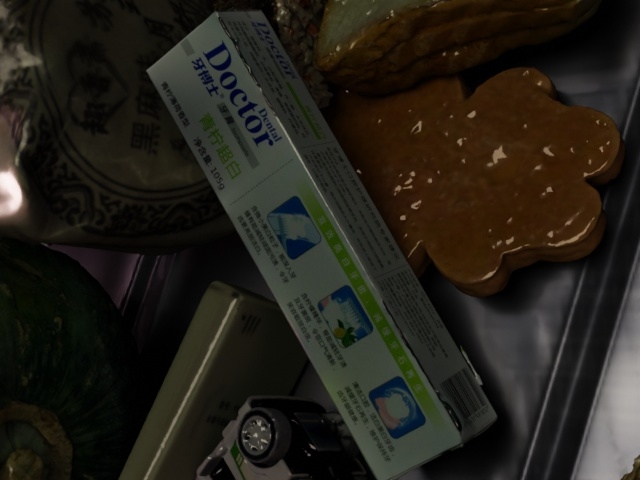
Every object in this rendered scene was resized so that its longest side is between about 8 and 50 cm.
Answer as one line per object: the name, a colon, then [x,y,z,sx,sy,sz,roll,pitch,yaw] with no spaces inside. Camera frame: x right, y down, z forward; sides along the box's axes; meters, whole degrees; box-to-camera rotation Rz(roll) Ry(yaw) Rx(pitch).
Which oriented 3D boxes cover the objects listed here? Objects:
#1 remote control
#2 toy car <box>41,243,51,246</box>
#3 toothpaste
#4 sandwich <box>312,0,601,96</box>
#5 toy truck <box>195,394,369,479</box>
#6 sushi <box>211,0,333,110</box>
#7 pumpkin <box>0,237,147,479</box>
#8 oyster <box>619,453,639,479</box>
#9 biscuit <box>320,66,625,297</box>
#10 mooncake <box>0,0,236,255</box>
remote control: [-0.100,0.171,0.929,0.038,0.123,0.285,26,90,34]
toy car: [-0.314,-0.092,1.103,0.255,0.188,0.190,-24,37,18]
toothpaste: [0.000,0.000,0.879,0.081,0.067,0.336,-34,82,31]
sandwich: [0.100,-0.250,0.945,0.226,0.087,0.251,-11,63,21]
toy truck: [0.011,0.228,0.855,0.124,0.114,0.253,-50,56,21]
sushi: [-0.032,-0.157,0.982,0.078,0.090,0.150,-21,48,31]
pumpkin: [-0.255,0.137,0.988,0.263,0.197,0.293,-1,81,44]
oyster: [0.254,0.163,0.770,0.146,0.045,0.121,-38,56,6]
biscuit: [0.082,-0.049,0.936,0.289,0.044,0.202,3,70,30]
mooncake: [-0.161,-0.112,0.973,0.136,0.250,0.254,-21,69,43]
